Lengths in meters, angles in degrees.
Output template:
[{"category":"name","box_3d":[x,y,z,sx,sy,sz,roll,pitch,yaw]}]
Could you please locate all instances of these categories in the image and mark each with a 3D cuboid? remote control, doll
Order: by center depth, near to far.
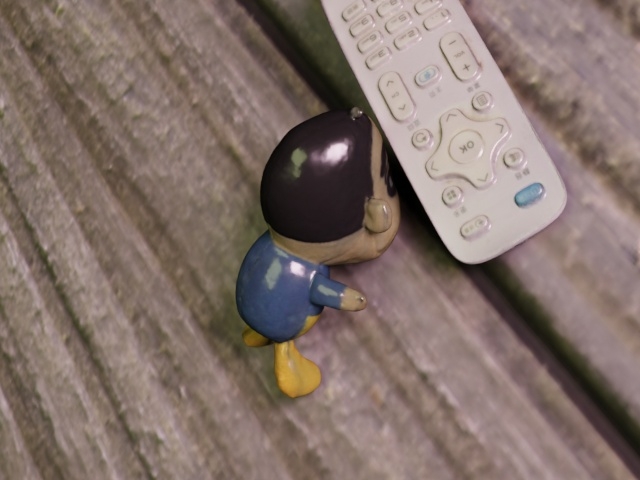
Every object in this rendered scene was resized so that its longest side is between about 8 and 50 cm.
[{"category":"remote control","box_3d":[0.064,-0.089,0.718,0.073,0.044,0.229,-31,63,11]},{"category":"doll","box_3d":[0.000,0.000,0.731,0.102,0.089,0.179,50,136,41]}]
